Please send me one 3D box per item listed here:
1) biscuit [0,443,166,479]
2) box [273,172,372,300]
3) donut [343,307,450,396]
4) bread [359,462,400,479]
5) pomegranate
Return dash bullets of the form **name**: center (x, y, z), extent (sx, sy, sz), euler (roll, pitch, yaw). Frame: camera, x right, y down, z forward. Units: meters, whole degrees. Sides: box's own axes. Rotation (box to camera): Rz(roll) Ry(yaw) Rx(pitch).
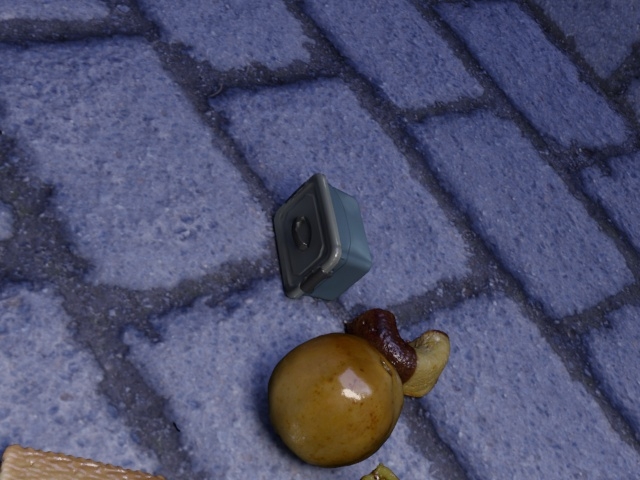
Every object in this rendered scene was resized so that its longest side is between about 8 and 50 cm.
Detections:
- **biscuit**: center (-0.337, 0.383, 1.354), extent (0.250, 0.030, 0.160), euler (18, 44, -22)
- **box**: center (0.000, 0.000, 1.857), extent (0.130, 0.162, 0.227), euler (21, 42, -34)
- **donut**: center (0.162, 0.214, 1.826), extent (0.217, 0.085, 0.141), euler (18, 44, -24)
- **bread**: center (0.079, 0.448, 1.477), extent (0.103, 0.172, 0.132), euler (-16, 56, -38)
- **pomegranate**: center (0.025, 0.259, 1.585), extent (0.233, 0.233, 0.233), euler (20, 44, -20)
